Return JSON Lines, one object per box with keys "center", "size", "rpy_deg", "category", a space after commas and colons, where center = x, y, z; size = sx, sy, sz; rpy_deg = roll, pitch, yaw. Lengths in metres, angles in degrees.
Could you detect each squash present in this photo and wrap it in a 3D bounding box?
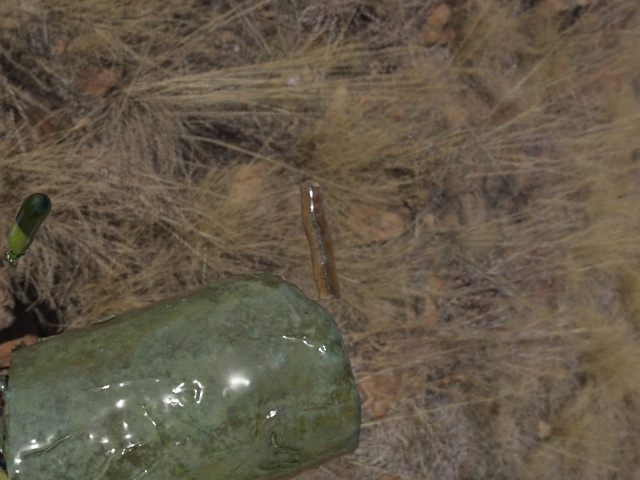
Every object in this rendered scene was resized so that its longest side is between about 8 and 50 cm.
{"center": [-0.547, -0.027, 1.341], "size": [0.052, 0.183, 0.052], "rpy_deg": [23, 40, -21], "category": "squash"}

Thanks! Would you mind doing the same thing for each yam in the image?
{"center": [-0.117, 0.144, 0.657], "size": [0.300, 0.195, 0.195], "rpy_deg": [-16, 86, -14], "category": "yam"}
{"center": [0.000, 0.000, 1.405], "size": [0.057, 0.057, 0.241], "rpy_deg": [-10, 88, -52], "category": "yam"}

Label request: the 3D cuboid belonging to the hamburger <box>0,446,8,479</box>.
{"center": [-0.661, 0.401, 1.232], "size": [0.132, 0.309, 0.211], "rpy_deg": [-66, 136, -67], "category": "hamburger"}
